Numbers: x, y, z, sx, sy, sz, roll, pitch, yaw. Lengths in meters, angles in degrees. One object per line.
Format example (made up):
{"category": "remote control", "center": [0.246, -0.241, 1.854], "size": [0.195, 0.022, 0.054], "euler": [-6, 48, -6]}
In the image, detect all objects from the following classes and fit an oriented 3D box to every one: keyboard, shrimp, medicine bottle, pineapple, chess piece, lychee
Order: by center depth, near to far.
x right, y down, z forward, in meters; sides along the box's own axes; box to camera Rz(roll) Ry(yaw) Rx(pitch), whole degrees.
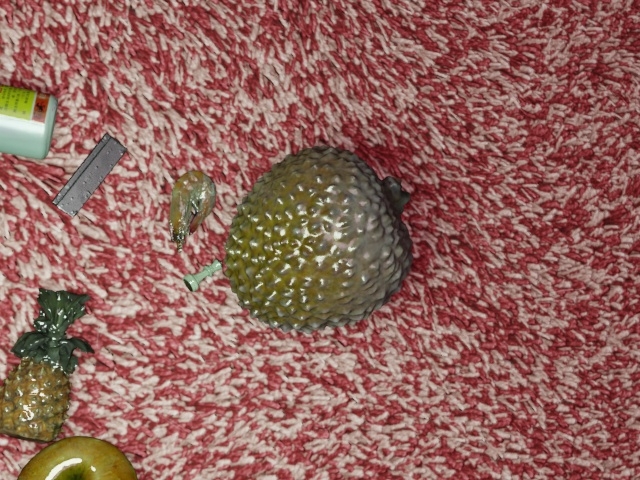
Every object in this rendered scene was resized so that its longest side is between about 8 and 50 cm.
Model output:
{"category": "pineapple", "center": [-0.542, 0.245, 1.753], "size": [0.170, 0.141, 0.310], "euler": [7, 71, 12]}
{"category": "medicine bottle", "center": [-0.659, -0.250, 1.781], "size": [0.225, 0.139, 0.139], "euler": [9, 79, -16]}
{"category": "lychee", "center": [0.000, 0.000, 1.841], "size": [0.432, 0.380, 0.380], "euler": [-34, 93, -6]}
{"category": "keyboard", "center": [-0.497, -0.141, 1.884], "size": [0.060, 0.018, 0.195], "euler": [40, 73, -17]}
{"category": "chess piece", "center": [-0.254, 0.072, 1.920], "size": [0.093, 0.042, 0.042], "euler": [-35, 94, -24]}
{"category": "shrimp", "center": [-0.287, -0.064, 1.928], "size": [0.101, 0.042, 0.190], "euler": [20, 76, -22]}

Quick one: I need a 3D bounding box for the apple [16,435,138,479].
{"category": "apple", "center": [-0.473, 0.501, 1.717], "size": [0.237, 0.207, 0.237], "euler": [4, 64, -8]}
